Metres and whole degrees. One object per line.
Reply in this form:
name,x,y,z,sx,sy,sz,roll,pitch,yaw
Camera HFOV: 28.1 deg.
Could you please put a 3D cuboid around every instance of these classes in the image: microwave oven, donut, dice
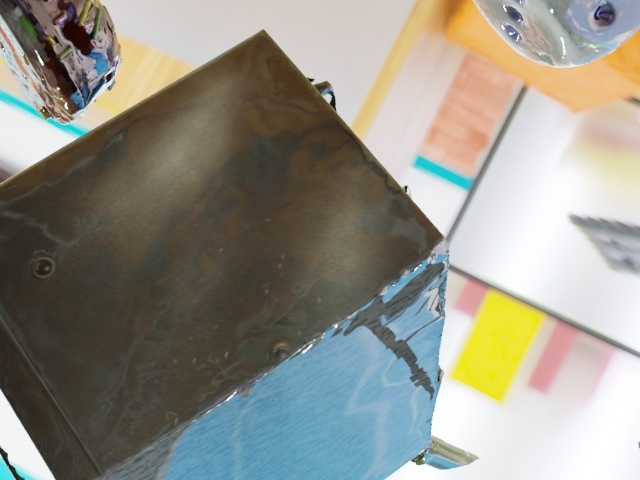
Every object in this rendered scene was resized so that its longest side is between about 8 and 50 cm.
microwave oven,-0.083,0.094,1.061,0.236,0.374,0.432,50,165,23
donut,-0.271,-0.224,1.194,0.230,0.096,0.216,54,164,0
dice,0.304,-0.342,1.594,0.192,0.194,0.193,49,169,-29

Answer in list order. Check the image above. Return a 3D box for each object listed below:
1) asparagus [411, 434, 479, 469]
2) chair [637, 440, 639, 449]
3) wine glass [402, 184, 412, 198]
asparagus,0.157,0.276,1.635,0.045,0.041,0.178,33,-179,35
chair,0.356,0.372,1.279,0.160,0.186,0.319,54,-176,-29
wine glass,0.000,0.000,1.589,0.241,0.126,0.126,-5,165,9
